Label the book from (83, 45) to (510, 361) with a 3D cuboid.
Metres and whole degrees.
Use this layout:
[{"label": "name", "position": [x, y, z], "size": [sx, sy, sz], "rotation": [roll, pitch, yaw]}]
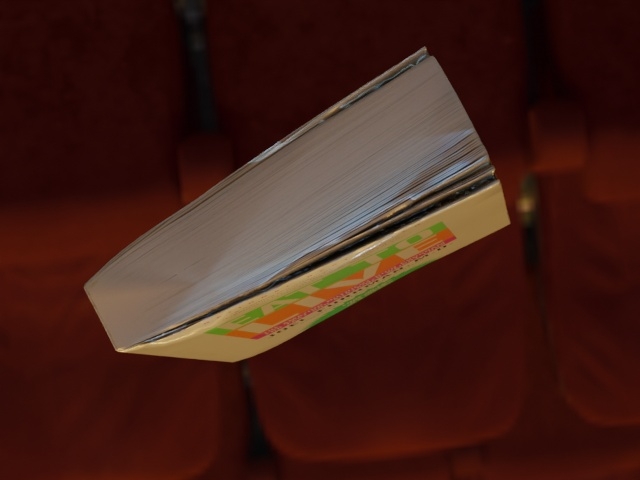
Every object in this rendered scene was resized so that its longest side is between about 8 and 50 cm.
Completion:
[{"label": "book", "position": [0.000, 0.000, 0.459], "size": [0.096, 0.035, 0.144], "rotation": [-29, 172, 5]}]
